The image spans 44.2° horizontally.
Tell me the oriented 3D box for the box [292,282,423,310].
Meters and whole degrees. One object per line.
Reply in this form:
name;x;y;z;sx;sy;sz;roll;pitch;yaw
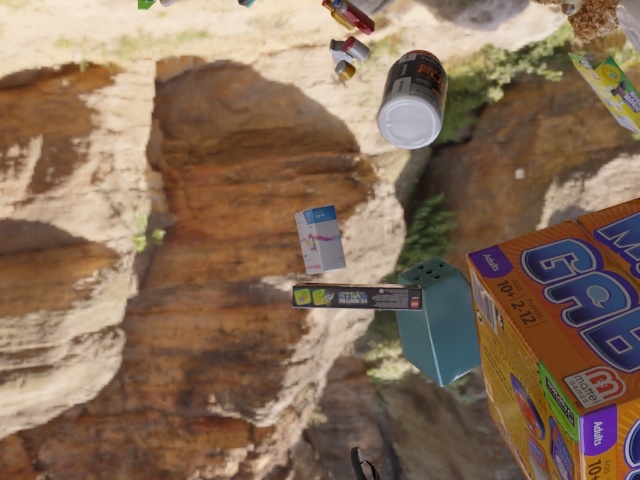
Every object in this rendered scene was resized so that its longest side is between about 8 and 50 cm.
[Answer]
box;0.061;0.091;1.286;0.206;0.036;0.114;1;179;3

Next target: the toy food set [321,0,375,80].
toy food set;0.057;-0.507;1.912;0.104;0.232;0.111;30;140;-27

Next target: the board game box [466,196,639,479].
board game box;0.461;0.198;1.149;0.356;0.356;0.357;-18;-146;-4

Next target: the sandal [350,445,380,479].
sandal;0.123;0.581;1.798;0.054;0.097;0.255;-19;-139;-3

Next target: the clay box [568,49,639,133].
clay box;0.646;-0.340;1.743;0.053;0.222;0.127;-40;-164;10

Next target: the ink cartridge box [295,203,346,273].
ink cartridge box;0.000;0.000;1.493;0.052;0.123;0.088;-13;180;-23

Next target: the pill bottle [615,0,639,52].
pill bottle;0.678;-0.437;1.345;0.301;0.169;0.169;-37;173;14

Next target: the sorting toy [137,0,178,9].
sorting toy;-0.145;-0.254;0.753;0.083;0.062;0.012;-24;165;17

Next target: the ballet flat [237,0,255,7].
ballet flat;-0.064;-0.470;1.210;0.096;0.095;0.280;40;138;-22

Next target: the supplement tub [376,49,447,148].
supplement tub;0.170;-0.262;1.432;0.116;0.117;0.190;-2;-139;16

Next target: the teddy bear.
teddy bear;0.523;-0.580;1.613;0.113;0.338;0.245;0;-176;-38

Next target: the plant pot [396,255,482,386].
plant pot;0.270;0.169;1.792;0.165;0.234;0.165;-27;-153;-17
